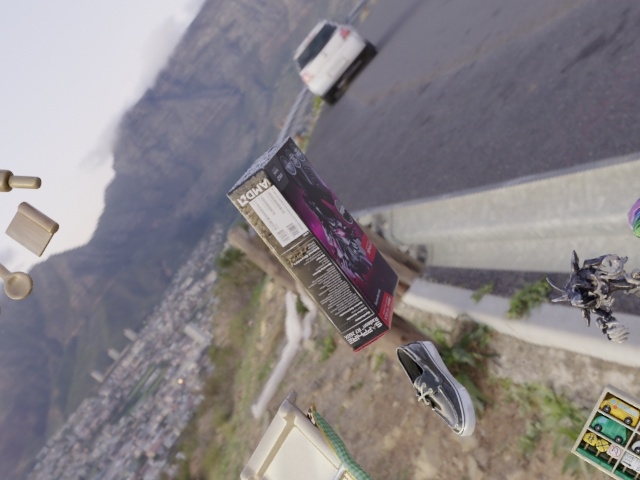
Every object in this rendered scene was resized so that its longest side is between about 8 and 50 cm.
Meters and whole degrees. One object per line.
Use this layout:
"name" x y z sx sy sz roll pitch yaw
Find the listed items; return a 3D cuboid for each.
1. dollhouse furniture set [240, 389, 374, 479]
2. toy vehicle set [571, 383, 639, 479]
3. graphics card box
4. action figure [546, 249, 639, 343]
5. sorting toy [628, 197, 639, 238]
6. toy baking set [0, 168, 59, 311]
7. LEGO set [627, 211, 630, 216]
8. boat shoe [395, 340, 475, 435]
"dollhouse furniture set" 0.004 0.329 0.998 0.151 0.197 0.301 -21 -33 -50
"toy vehicle set" 0.675 0.433 1.604 0.035 0.267 0.166 -4 -62 -59
"graphics card box" 0.000 0.000 1.446 0.094 0.371 0.233 -35 11 21
"action figure" 0.552 0.093 1.442 0.276 0.164 0.141 -9 11 28
"sorting toy" 0.532 -0.138 1.068 0.126 0.127 0.365 -30 -29 -53
"toy baking set" -0.463 -0.001 0.995 0.030 0.256 0.196 57 -139 -79
"LEGO set" 0.818 -0.039 2.013 0.023 0.054 0.083 -48 38 2
"boat shoe" 0.201 0.267 1.408 0.219 0.070 0.077 -123 38 -50
